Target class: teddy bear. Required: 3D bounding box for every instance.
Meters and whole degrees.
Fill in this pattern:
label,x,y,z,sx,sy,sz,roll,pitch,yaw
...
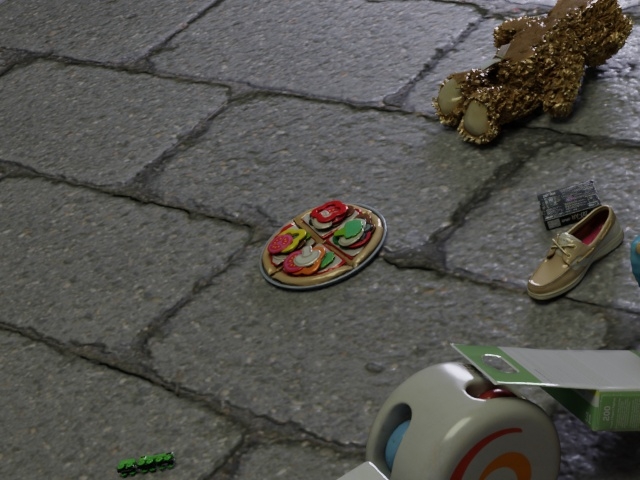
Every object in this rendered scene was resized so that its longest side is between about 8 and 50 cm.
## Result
label,x,y,z,sx,sy,sz,roll,pitch,yaw
teddy bear,0.338,-0.269,2.337,0.338,0.113,0.245,-45,32,-19

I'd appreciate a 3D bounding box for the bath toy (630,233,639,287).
label,x,y,z,sx,sy,sz,roll,pitch,yaw
bath toy,0.523,0.071,1.712,0.151,0.129,0.348,-34,34,-15

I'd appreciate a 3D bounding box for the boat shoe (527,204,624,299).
label,x,y,z,sx,sy,sz,roll,pitch,yaw
boat shoe,0.334,0.012,1.963,0.170,0.059,0.063,-39,37,-24

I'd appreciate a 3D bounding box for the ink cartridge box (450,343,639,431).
label,x,y,z,sx,sy,sz,roll,pitch,yaw
ink cartridge box,0.279,0.164,1.653,0.235,0.056,0.171,1,10,-12

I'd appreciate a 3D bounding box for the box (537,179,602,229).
label,x,y,z,sx,sy,sz,roll,pitch,yaw
box,0.352,-0.051,2.078,0.083,0.018,0.067,-17,34,8

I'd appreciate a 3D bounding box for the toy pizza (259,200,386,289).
label,x,y,z,sx,sy,sz,roll,pitch,yaw
toy pizza,0.000,0.000,2.198,0.201,0.032,0.201,-15,34,10

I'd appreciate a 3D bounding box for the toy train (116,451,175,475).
label,x,y,z,sx,sy,sz,roll,pitch,yaw
toy train,-0.228,0.292,1.933,0.083,0.017,0.023,-13,24,14

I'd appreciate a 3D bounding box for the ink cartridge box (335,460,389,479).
label,x,y,z,sx,sy,sz,roll,pitch,yaw
ink cartridge box,0.109,0.425,1.306,0.166,0.285,0.395,-30,35,-14

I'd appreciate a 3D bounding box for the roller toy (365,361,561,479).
label,x,y,z,sx,sy,sz,roll,pitch,yaw
roller toy,0.156,0.237,1.630,0.209,0.191,0.146,-34,34,-17
